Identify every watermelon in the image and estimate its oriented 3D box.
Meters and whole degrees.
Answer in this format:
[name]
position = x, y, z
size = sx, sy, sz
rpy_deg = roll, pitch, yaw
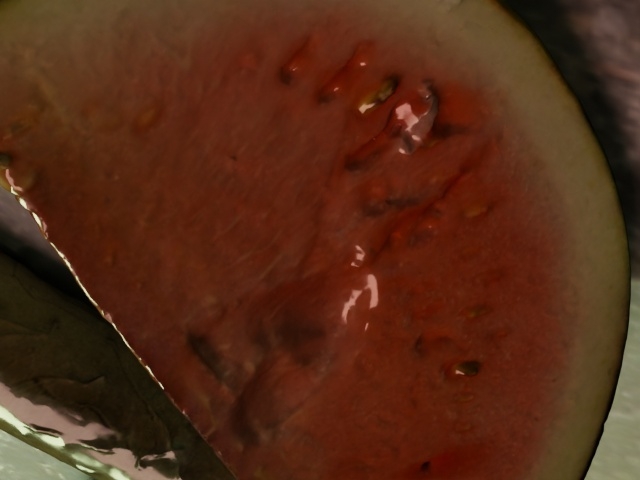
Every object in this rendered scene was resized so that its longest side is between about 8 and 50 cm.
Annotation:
[watermelon]
position = -0.006, -0.015, 0.577
size = 0.303, 0.159, 0.128
rpy_deg = 55, 170, -35

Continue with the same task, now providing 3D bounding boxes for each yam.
[yam]
position = -0.197, 0.023, 0.825
size = 0.372, 0.083, 0.083
rpy_deg = 27, 147, 2
